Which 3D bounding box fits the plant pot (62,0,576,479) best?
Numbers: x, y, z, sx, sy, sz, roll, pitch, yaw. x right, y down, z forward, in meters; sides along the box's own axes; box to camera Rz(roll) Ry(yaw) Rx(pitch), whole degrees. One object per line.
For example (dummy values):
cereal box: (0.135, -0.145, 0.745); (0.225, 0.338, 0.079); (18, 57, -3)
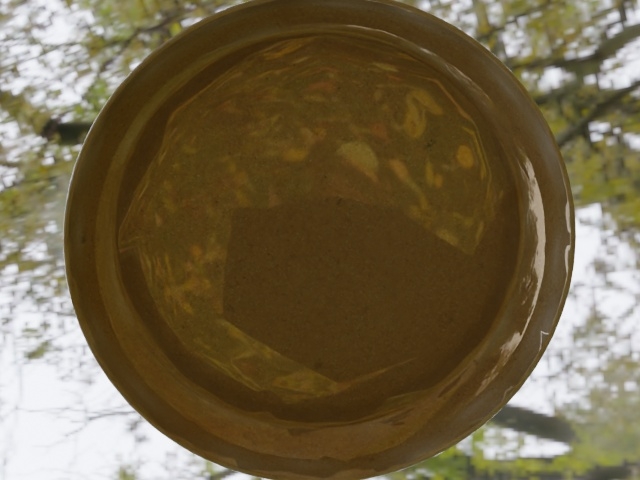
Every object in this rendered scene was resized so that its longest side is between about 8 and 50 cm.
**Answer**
plant pot: (0.000, 0.000, 0.680); (0.236, 0.032, 0.236); (0, -75, -2)
